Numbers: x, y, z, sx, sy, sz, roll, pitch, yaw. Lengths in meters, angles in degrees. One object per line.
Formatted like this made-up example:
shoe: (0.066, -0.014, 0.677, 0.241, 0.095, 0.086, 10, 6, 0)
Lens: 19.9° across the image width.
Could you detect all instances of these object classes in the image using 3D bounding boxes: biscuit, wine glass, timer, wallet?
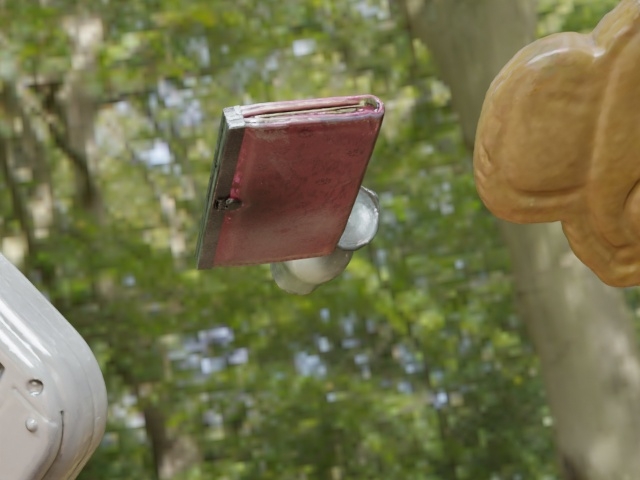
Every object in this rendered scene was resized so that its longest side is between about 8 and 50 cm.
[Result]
biscuit: (0.308, -0.078, 1.488, 0.376, 0.051, 0.269, -2, -61, -12)
wine glass: (0.000, 0.000, 2.443, 0.103, 0.103, 0.222, -1, -19, -20)
timer: (-0.309, 0.138, 1.551, 0.087, 0.237, 0.262, -32, -18, -54)
wallet: (-0.027, -0.040, 1.382, 0.119, 0.025, 0.232, -7, -25, -13)
